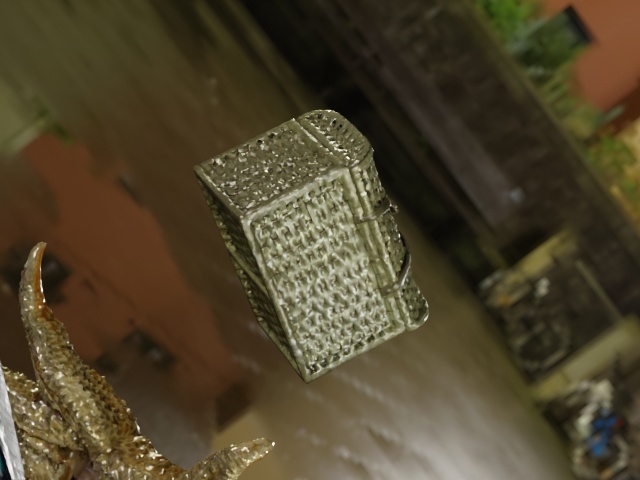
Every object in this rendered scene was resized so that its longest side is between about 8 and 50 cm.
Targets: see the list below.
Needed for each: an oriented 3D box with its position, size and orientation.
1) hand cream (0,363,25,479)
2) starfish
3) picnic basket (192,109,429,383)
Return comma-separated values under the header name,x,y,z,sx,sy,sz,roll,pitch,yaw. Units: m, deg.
name,x,y,z,sx,sy,sz,roll,pitch,yaw
hand cream,-0.180,0.034,0.857,0.120,0.061,0.270,116,-48,-76
starfish,-0.212,0.168,1.418,0.293,0.301,0.084,45,27,21
picnic basket,0.000,0.000,1.678,0.134,0.154,0.196,45,-20,57
